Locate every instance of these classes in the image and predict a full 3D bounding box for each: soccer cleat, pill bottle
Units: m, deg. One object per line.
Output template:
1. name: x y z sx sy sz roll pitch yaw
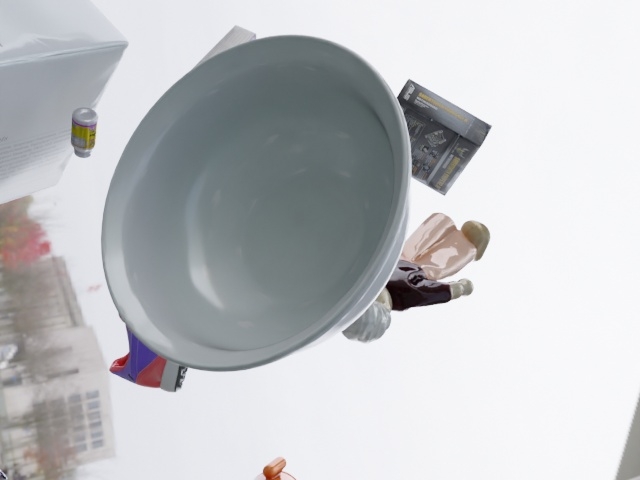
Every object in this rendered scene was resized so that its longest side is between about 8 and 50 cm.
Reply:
1. soccer cleat: -0.235 0.071 1.142 0.108 0.116 0.318 -93 -167 -72
2. pill bottle: -0.402 -0.182 1.333 0.043 0.043 0.083 62 -33 36

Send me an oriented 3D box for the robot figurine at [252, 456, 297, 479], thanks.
1. robot figurine: -0.096 0.534 1.577 0.158 0.128 0.219 59 1 5

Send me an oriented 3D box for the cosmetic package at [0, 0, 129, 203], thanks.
1. cosmetic package: -0.620 -0.292 1.376 0.329 0.327 0.394 47 -54 9

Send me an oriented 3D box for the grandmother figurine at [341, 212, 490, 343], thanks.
1. grandmother figurine: 0.123 0.054 1.186 0.207 0.342 0.104 -2 -71 36

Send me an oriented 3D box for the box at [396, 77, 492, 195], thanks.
1. box: 0.211 -0.197 1.540 0.183 0.056 0.231 29 -22 3

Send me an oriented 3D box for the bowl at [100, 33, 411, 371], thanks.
1. bowl: -0.037 -0.020 0.698 0.134 0.298 0.298 36 27 -56

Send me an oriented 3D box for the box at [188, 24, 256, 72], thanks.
1. box: -0.262 -0.388 1.852 0.067 0.324 0.063 26 -32 14

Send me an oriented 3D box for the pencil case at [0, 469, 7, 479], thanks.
1. pencil case: -0.747 0.398 1.507 0.284 0.124 0.124 46 -27 0
